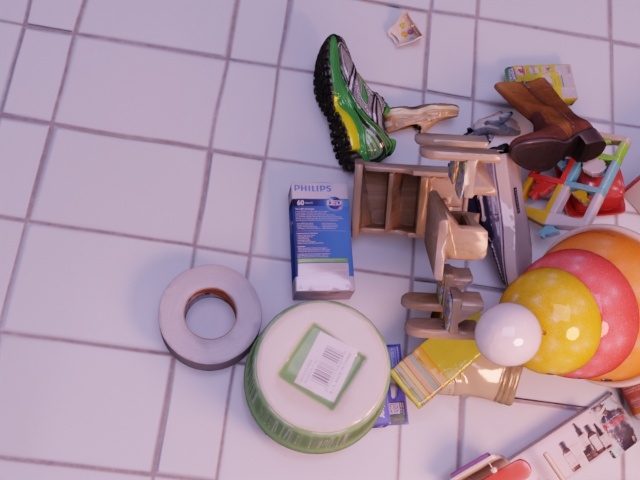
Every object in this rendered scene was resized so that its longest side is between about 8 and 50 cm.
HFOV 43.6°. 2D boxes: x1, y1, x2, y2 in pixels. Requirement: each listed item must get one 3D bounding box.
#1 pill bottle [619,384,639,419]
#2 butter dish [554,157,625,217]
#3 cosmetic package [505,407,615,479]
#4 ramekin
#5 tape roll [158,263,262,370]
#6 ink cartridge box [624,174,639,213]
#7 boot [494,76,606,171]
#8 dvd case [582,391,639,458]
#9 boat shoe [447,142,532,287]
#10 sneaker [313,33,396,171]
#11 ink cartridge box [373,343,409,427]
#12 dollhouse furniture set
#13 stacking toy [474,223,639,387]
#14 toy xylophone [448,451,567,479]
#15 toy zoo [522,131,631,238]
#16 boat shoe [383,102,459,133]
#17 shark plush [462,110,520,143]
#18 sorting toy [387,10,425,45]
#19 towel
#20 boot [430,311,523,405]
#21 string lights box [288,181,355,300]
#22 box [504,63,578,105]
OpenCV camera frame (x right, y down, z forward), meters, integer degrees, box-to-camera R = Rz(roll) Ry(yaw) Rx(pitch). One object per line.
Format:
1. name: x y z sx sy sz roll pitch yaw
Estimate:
1. pill bottle: 0.706 0.276 1.772 0.121 0.121 0.216 -18 73 -14
2. butter dish: 0.668 -0.147 1.928 0.160 0.118 0.160 -5 71 -10
3. cosmetic package: 0.502 0.461 1.707 0.239 0.060 0.099 -28 74 -16
4. ramekin: -0.002 0.265 1.602 0.303 0.148 0.303 2 69 -6
5. tape roll: -0.235 0.164 1.713 0.219 0.072 0.219 3 70 -7
6. ink cartridge box: 0.892 -0.186 1.930 0.273 0.197 0.114 -35 78 -18
7. boot: 0.494 -0.294 1.874 0.264 0.096 0.280 -14 51 -19
8. dvd case: 0.647 0.408 1.772 0.087 0.013 0.119 -29 75 -17
9. boat shoe: 0.391 -0.046 1.866 0.158 0.127 0.341 -7 87 33
10. sneaker: 0.078 -0.337 1.928 0.146 0.134 0.344 -13 81 -19
11. ink cartridge box: 0.034 0.309 1.703 0.311 0.065 0.186 -1 70 -10
12. dollhouse furniture set: 0.194 -0.042 1.651 0.256 0.394 0.362 3 108 2
13. stacking toy: 0.459 0.154 1.580 0.480 0.350 0.351 -6 67 -41
14. toy xylophone: 0.411 0.562 1.601 0.236 0.081 0.323 -44 73 15
15. toy zoo: 0.580 -0.134 1.884 0.192 0.030 0.293 20 74 40
16. boat shoe: 0.248 -0.292 1.961 0.190 0.068 0.072 -6 82 0
17. shark plush: 0.418 -0.271 1.978 0.161 0.073 0.067 -21 104 -20
18. sorting toy: 0.215 -0.533 2.056 0.075 0.045 0.083 -29 76 -9
19. towel: 0.263 0.243 1.690 0.237 0.021 0.102 -38 86 -10
20. boot: 0.344 0.221 1.757 0.203 0.095 0.262 11 70 -3
21. string lights box: 0.000 0.000 1.804 0.133 0.077 0.260 0 69 -8
22. box: 0.559 -0.396 2.049 0.179 0.043 0.105 -2 71 -11
